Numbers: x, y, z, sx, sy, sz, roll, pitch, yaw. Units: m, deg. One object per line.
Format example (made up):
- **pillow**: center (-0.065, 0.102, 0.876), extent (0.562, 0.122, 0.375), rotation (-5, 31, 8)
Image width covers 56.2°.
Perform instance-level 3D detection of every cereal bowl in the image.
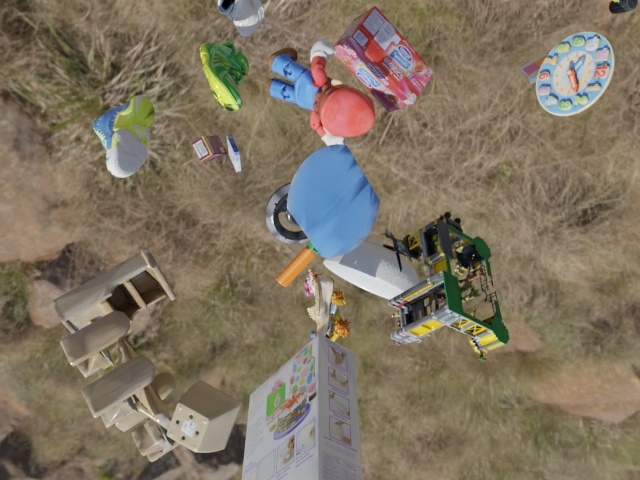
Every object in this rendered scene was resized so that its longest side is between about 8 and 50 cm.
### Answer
- **cereal bowl**: center (0.189, 0.086, 2.060), extent (0.339, 0.141, 0.339), rotation (23, 170, 5)

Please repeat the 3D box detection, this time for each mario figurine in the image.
- **mario figurine**: center (0.018, -0.346, 1.434), extent (0.320, 0.170, 0.198), rotation (39, 169, 33)

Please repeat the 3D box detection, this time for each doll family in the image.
- **doll family**: center (0.030, 0.209, 1.804), extent (0.119, 0.262, 0.163), rotation (-6, 173, -15)

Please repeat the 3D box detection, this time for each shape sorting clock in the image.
- **shape sorting clock**: center (0.611, -0.404, 1.451), extent (0.040, 0.206, 0.206), rotation (11, 148, -38)

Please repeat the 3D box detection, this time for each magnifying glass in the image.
- **magnifying glass**: center (0.000, 0.000, 1.169), extent (0.231, 0.026, 0.092), rotation (-48, 134, 7)

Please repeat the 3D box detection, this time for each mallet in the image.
- **mallet**: center (0.683, -0.610, 1.465), extent (0.190, 0.039, 0.062), rotation (20, -179, -14)

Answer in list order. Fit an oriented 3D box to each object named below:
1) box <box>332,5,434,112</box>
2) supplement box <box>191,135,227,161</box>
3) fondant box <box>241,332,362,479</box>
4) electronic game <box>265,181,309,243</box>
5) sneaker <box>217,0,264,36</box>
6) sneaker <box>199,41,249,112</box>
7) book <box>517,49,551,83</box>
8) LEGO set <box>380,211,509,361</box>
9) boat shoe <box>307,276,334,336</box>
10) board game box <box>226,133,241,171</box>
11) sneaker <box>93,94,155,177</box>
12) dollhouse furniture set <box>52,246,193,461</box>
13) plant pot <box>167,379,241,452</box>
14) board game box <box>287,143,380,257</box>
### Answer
- **box**: center (0.173, -0.496, 1.662), extent (0.257, 0.128, 0.123), rotation (41, 162, -21)
- **supplement box**: center (-0.287, -0.238, 1.548), extent (0.043, 0.083, 0.054), rotation (-27, 88, 23)
- **fondant box**: center (-0.038, 0.365, 1.059), extent (0.096, 0.330, 0.238), rotation (30, 123, -23)
- **electronic game**: center (-0.076, -0.094, 2.038), extent (0.229, 0.048, 0.229), rotation (-7, 115, -16)
- **sneaker**: center (-0.230, -0.648, 1.627), extent (0.111, 0.129, 0.297), rotation (31, 166, 8)
- **sneaker**: center (-0.256, -0.470, 1.654), extent (0.124, 0.295, 0.109), rotation (-20, 142, -3)
- **book**: center (0.615, -0.488, 1.678), extent (0.096, 0.144, 0.035), rotation (-26, 114, 18)
- **LEGO set**: center (0.266, 0.120, 1.361), extent (0.255, 0.331, 0.192), rotation (18, 141, -37)
- **boat shoe**: center (-0.004, 0.174, 1.509), extent (0.059, 0.170, 0.063), rotation (7, 166, -2)
- **board game box**: center (-0.288, -0.291, 1.993), extent (0.020, 0.090, 0.090), rotation (-16, 145, -15)
- **sneaker**: center (-0.450, -0.221, 1.333), extent (0.126, 0.240, 0.091), rotation (-11, 135, 20)
- **dollhouse furniture set**: center (-0.419, 0.254, 1.422), extent (0.257, 0.394, 0.362), rotation (-32, 148, -15)
- **plant pot**: center (-0.240, 0.356, 1.186), extent (0.109, 0.108, 0.096), rotation (23, -174, 18)
- **board game box**: center (0.013, -0.059, 0.896), extent (0.033, 0.133, 0.168), rotation (19, 150, 54)
